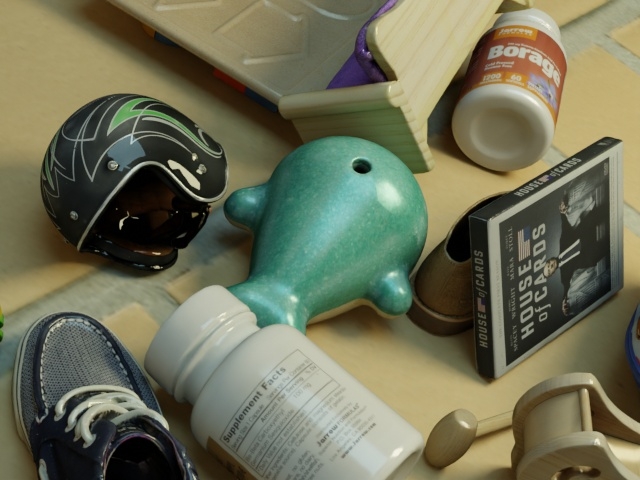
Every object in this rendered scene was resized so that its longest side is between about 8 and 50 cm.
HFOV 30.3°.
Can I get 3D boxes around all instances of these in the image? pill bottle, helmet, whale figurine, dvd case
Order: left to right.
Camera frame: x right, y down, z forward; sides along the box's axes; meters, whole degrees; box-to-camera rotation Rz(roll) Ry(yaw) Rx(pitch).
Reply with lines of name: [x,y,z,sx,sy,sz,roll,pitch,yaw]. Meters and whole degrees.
helmet: [-0.187,-0.061,1.137,0.161,0.169,0.169,19,42,-25]
pill bottle: [-0.036,0.147,1.012,0.229,0.131,0.131,39,47,17]
whale figurine: [0.000,0.000,1.161,0.216,0.141,0.272,33,48,11]
pill bottle: [0.237,-0.193,1.448,0.121,0.121,0.216,21,44,0]
dvd case: [0.239,0.014,1.219,0.029,0.179,0.238,17,34,41]

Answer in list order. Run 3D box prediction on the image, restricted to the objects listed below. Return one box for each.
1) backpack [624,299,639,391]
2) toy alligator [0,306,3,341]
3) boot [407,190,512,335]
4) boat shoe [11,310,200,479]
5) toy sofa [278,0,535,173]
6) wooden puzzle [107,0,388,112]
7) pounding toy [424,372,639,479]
backpack: [0.428,0.095,1.181,0.276,0.213,0.263,29,36,17]
toy alligator: [-0.307,0.107,1.012,0.051,0.056,0.190,47,32,-33]
boot: [0.217,-0.009,1.271,0.112,0.115,0.305,39,45,21]
boat shoe: [-0.161,0.158,0.936,0.127,0.158,0.340,-8,51,-27]
toy sofa: [0.099,-0.245,1.346,0.150,0.177,0.362,-2,41,37]
wooden puzzle: [-0.078,-0.292,1.465,0.348,0.080,0.322,36,46,8]
pounding toy: [0.244,0.174,1.074,0.269,0.154,0.155,14,45,-8]
